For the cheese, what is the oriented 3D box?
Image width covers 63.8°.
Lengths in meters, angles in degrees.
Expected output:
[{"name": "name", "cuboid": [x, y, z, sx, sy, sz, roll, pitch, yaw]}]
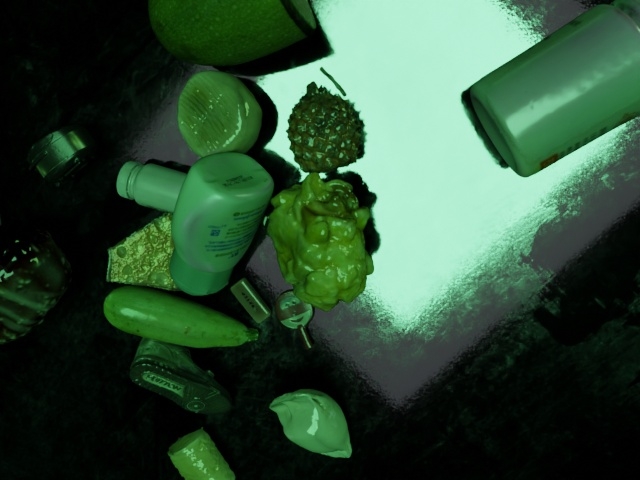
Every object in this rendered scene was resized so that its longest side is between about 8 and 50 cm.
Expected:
[{"name": "cheese", "cuboid": [-0.315, 0.595, 1.357, 0.123, 0.094, 0.167, -29, 96, 13]}]

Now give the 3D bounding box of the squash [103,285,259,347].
[{"name": "squash", "cuboid": [-0.335, 0.198, 1.249, 0.370, 0.118, 0.118, 18, 106, -17]}]

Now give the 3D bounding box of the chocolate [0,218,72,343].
[{"name": "chocolate", "cuboid": [-0.762, 0.121, 1.270, 0.340, 0.225, 0.210, -38, 129, 10]}]

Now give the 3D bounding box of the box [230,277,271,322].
[{"name": "box", "cuboid": [-0.172, 0.149, 1.271, 0.048, 0.025, 0.115, -36, 94, 13]}]

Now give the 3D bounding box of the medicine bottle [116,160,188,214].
[{"name": "medicine bottle", "cuboid": [-0.370, -0.121, 1.207, 0.186, 0.103, 0.103, 16, 104, 6]}]

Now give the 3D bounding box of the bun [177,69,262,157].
[{"name": "bun", "cuboid": [-0.222, -0.274, 1.140, 0.178, 0.128, 0.193, -42, 81, 15]}]

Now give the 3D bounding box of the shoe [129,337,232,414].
[{"name": "shoe", "cuboid": [-0.340, 0.327, 1.300, 0.109, 0.149, 0.293, -39, 125, 19]}]

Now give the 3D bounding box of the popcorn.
[{"name": "popcorn", "cuboid": [0.000, 0.000, 1.092, 0.215, 0.252, 0.286, -21, 66, -16]}]

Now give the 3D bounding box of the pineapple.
[{"name": "pineapple", "cuboid": [0.005, -0.241, 1.092, 0.166, 0.166, 0.193, -12, 100, 12]}]

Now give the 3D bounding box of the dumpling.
[{"name": "dumpling", "cuboid": [-0.029, 0.457, 1.278, 0.179, 0.131, 0.252, -21, 120, 33]}]

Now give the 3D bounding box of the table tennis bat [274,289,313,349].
[{"name": "table tennis bat", "cuboid": [-0.055, 0.195, 1.267, 0.098, 0.019, 0.155, -21, 95, 13]}]

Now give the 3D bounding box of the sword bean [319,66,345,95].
[{"name": "sword bean", "cuboid": [0.028, -0.352, 1.135, 0.012, 0.012, 0.083, -42, 91, 15]}]

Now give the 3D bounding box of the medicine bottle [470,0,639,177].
[{"name": "medicine bottle", "cuboid": [0.498, -0.303, 0.957, 0.388, 0.219, 0.219, -32, 95, 15]}]

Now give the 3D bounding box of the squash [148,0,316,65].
[{"name": "squash", "cuboid": [-0.211, -0.478, 1.005, 0.308, 0.310, 0.310, -23, 97, 16]}]

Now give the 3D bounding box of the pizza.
[{"name": "pizza", "cuboid": [-0.419, 0.021, 1.264, 0.188, 0.080, 0.204, 4, 100, -15]}]

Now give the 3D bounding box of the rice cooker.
[{"name": "rice cooker", "cuboid": [-0.613, -0.208, 1.226, 0.165, 0.112, 0.106, -40, 99, 16]}]

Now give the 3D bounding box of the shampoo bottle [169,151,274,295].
[{"name": "shampoo bottle", "cuboid": [-0.237, -0.017, 1.140, 0.151, 0.221, 0.350, 42, 130, 18]}]
